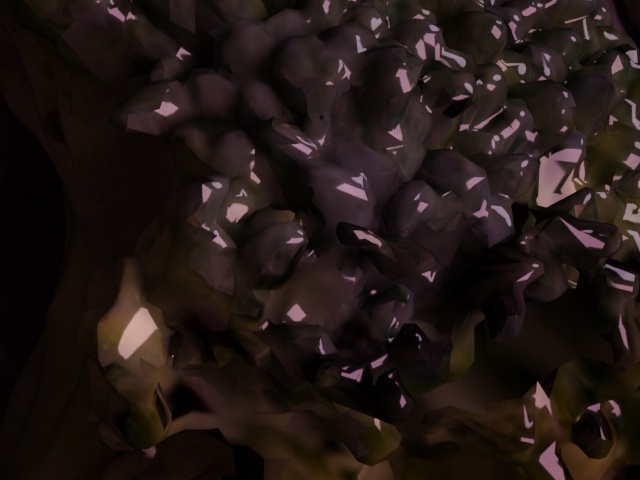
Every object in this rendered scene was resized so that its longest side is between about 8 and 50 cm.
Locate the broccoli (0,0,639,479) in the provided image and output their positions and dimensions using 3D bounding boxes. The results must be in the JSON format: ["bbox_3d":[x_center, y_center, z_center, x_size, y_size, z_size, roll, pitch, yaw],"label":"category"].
[{"bbox_3d":[0.011,-0.019,0.623,0.324,0.334,0.272,-14,137,-25],"label":"broccoli"}]

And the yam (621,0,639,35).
[{"bbox_3d":[0.283,-0.148,0.947,0.271,0.202,0.201,-24,87,-40],"label":"yam"}]
